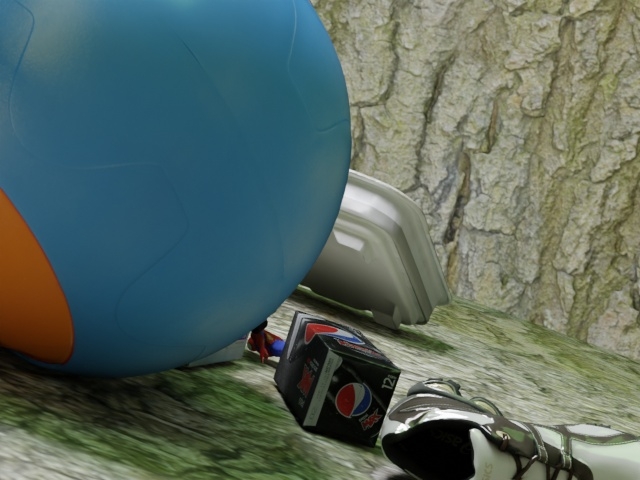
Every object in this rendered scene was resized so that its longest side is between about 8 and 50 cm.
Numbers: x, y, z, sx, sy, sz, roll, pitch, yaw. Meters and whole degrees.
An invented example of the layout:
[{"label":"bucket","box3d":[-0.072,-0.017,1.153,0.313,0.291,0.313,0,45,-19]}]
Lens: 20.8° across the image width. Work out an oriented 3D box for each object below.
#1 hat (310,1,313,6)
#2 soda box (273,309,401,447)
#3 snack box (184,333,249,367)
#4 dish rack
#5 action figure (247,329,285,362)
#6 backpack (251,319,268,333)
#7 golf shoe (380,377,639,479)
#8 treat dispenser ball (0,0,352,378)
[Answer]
[{"label":"hat","box3d":[-0.150,-0.140,1.235,0.331,0.331,0.134,19,35,-13]},{"label":"soda box","box3d":[0.009,0.094,1.225,0.053,0.060,0.169,18,3,-11]},{"label":"snack box","box3d":[-0.117,0.059,1.281,0.100,0.037,0.141,20,2,13]},{"label":"dish rack","box3d":[0.000,0.000,2.048,0.286,0.072,0.333,20,-18,21]},{"label":"action figure","box3d":[-0.030,0.089,1.397,0.038,0.030,0.115,24,-5,-28]},{"label":"backpack","box3d":[-0.124,-0.010,1.402,0.182,0.115,0.152,12,-31,28]},{"label":"golf shoe","box3d":[0.127,0.146,1.055,0.198,0.077,0.094,13,11,19]},{"label":"treat dispenser ball","box3d":[-0.125,-0.063,1.031,0.288,0.288,0.288,19,3,-1]}]
